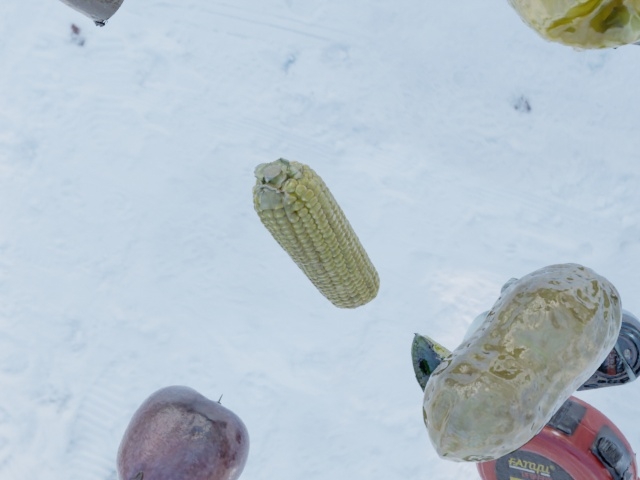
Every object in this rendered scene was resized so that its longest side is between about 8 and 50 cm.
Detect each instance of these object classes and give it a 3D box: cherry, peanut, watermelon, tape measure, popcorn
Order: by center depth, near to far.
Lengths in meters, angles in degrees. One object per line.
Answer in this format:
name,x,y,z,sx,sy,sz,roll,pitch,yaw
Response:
popcorn,0.191,-0.200,0.525,0.167,0.152,0.148,31,118,54
peanut,0.162,0.091,0.629,0.095,0.108,0.226,33,54,31
tape measure,0.363,0.347,1.194,0.253,0.114,0.260,3,121,42
cherry,-0.285,0.434,1.619,0.261,0.307,0.221,25,135,22
tape measure,0.644,0.240,1.772,0.181,0.107,0.182,-5,109,12
watermelon,0.322,0.331,1.828,0.301,0.129,0.123,39,125,-14

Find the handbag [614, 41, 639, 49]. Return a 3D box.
handbag,0.403,-0.268,0.719,0.270,0.182,0.117,-23,75,-28

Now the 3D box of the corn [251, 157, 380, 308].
corn,0.000,0.000,1.501,0.144,0.387,0.144,-21,39,18

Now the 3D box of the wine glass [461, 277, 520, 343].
wine glass,0.420,0.200,1.825,0.126,0.241,0.126,25,137,26

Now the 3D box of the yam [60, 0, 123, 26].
yam,-0.263,-0.284,0.813,0.084,0.127,0.084,-13,69,37
